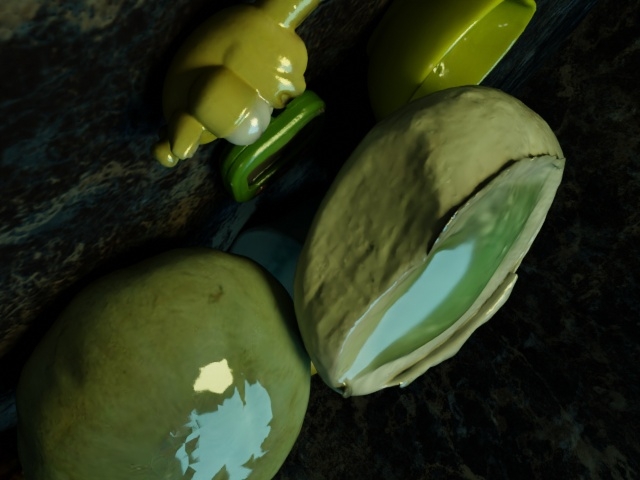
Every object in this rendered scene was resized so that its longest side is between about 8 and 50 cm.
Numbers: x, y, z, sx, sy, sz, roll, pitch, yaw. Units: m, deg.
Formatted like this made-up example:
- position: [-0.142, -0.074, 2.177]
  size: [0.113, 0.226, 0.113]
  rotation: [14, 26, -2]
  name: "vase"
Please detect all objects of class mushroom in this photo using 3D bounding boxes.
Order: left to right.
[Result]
- position: [-0.170, 0.175, 0.638]
  size: [0.352, 0.352, 0.260]
  rotation: [-43, -145, -12]
  name: "mushroom"

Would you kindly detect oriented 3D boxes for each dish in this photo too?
- position: [0.145, -0.244, 0.662]
  size: [0.262, 0.108, 0.221]
  rotation: [-30, 164, -52]
  name: "dish"

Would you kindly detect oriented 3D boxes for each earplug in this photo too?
- position: [0.000, 0.000, 0.987]
  size: [0.185, 0.185, 0.324]
  rotation: [-51, 174, 37]
  name: "earplug"

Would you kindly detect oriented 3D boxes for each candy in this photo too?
- position: [0.149, -0.006, 0.681]
  size: [0.427, 0.186, 0.386]
  rotation: [-8, 127, -43]
  name: "candy"

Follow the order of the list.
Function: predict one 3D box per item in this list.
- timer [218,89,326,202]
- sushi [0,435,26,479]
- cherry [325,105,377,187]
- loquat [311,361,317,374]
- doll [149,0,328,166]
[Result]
- position: [-0.054, -0.106, 0.604]
  size: [0.140, 0.047, 0.128]
  rotation: [-42, 173, -12]
  name: "timer"
- position: [-0.423, 0.451, 0.719]
  size: [0.281, 0.294, 0.299]
  rotation: [-46, 171, 9]
  name: "sushi"
- position: [0.118, -0.105, 0.873]
  size: [0.285, 0.213, 0.236]
  rotation: [-52, 179, -4]
  name: "cherry"
- position: [-0.046, 0.183, 1.299]
  size: [0.275, 0.275, 0.275]
  rotation: [-43, 172, -8]
  name: "loquat"
- position: [-0.020, -0.160, 0.370]
  size: [0.291, 0.086, 0.117]
  rotation: [-46, -159, 18]
  name: "doll"
